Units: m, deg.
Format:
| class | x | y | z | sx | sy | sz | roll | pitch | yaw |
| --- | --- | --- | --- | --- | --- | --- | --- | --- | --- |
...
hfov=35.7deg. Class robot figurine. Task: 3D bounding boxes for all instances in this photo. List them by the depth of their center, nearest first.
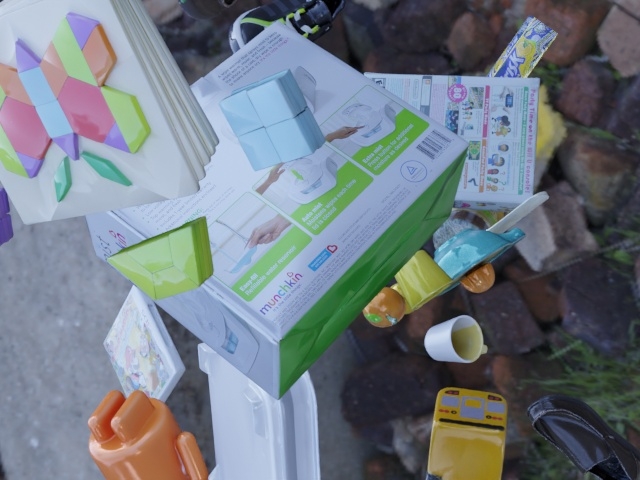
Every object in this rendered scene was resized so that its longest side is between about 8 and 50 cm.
| class | x | y | z | sx | sy | sz | roll | pitch | yaw |
| --- | --- | --- | --- | --- | --- | --- | --- | --- | --- |
| robot figurine | -0.247 | 0.315 | 1.426 | 0.158 | 0.219 | 0.128 | -24 | 29 | -4 |

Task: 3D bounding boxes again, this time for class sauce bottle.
| class | x | y | z | sx | sy | sz | roll | pitch | yaw |
| --- | --- | --- | --- | --- | --- | --- | --- | --- | --- |
| sauce bottle | 0.316 | -0.082 | 1.920 | 0.111 | 0.111 | 0.344 | -37 | 12 | 40 |

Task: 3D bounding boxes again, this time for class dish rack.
| class | x | y | z | sx | sy | sz | roll | pitch | yaw |
| --- | --- | --- | --- | --- | --- | --- | --- | --- | --- |
| dish rack | -0.086 | 0.270 | 1.286 | 0.285 | 0.072 | 0.332 | -147 | 51 | -60 |

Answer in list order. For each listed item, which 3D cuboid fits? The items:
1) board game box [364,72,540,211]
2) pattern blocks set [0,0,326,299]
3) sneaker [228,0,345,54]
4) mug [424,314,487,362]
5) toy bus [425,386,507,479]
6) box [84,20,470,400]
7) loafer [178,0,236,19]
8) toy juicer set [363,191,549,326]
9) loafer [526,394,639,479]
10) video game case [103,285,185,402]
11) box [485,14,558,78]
| class | x | y | z | sx | sy | sz | roll | pitch | yaw |
| --- | --- | --- | --- | --- | --- | --- | --- | --- | --- |
| board game box | 0.220 | -0.170 | 1.729 | 0.304 | 0.097 | 0.223 | 4 | 81 | 11 |
| pattern blocks set | -0.159 | -0.086 | 0.613 | 0.325 | 0.285 | 0.026 | -27 | 13 | 42 |
| sneaker | -0.037 | -0.297 | 1.336 | 0.097 | 0.084 | 0.234 | -20 | 20 | 36 |
| mug | 0.178 | 0.141 | 1.331 | 0.064 | 0.078 | 0.062 | -17 | 26 | 50 |
| toy bus | 0.206 | 0.396 | 1.481 | 0.130 | 0.108 | 0.332 | -67 | -19 | -64 |
| box | -0.040 | -0.038 | 0.892 | 0.231 | 0.262 | 0.126 | 35 | 152 | 18 |
| loafer | -0.166 | -0.426 | 1.427 | 0.130 | 0.366 | 0.133 | -15 | 81 | 6 |
| toy juicer set | 0.201 | 0.053 | 1.473 | 0.089 | 0.329 | 0.209 | 55 | 140 | 11 |
| loafer | 0.419 | 0.319 | 1.551 | 0.080 | 0.220 | 0.078 | -52 | 11 | 33 |
| video game case | -0.351 | 0.227 | 1.955 | 0.206 | 0.026 | 0.227 | 60 | 139 | 24 |
| box | 0.378 | -0.344 | 1.912 | 0.169 | 0.059 | 0.054 | -55 | 9 | 14 |
